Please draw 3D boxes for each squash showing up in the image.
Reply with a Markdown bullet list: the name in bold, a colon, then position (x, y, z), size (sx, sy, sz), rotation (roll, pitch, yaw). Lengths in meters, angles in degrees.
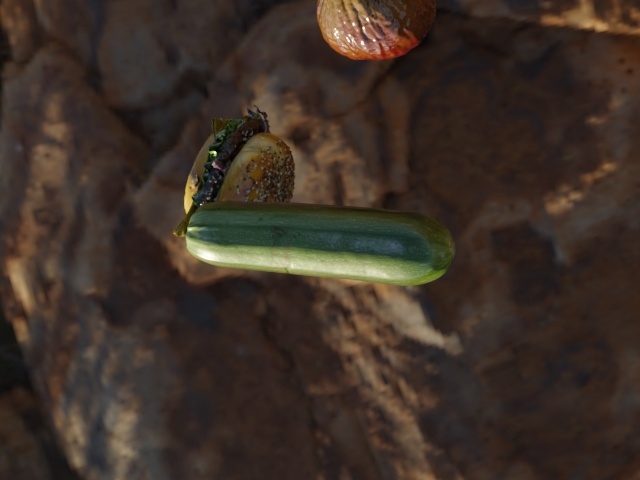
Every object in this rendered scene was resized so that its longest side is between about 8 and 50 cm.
- **squash**: position (0.000, 0.000, 1.366), size (0.229, 0.066, 0.066), rotation (5, 109, 14)

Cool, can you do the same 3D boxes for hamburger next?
- **hamburger**: position (-0.085, -0.061, 1.845), size (0.093, 0.189, 0.164), rotation (23, 111, 17)

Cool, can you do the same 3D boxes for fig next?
- **fig**: position (0.053, -0.231, 1.585), size (0.153, 0.119, 0.119), rotation (20, -129, -85)
